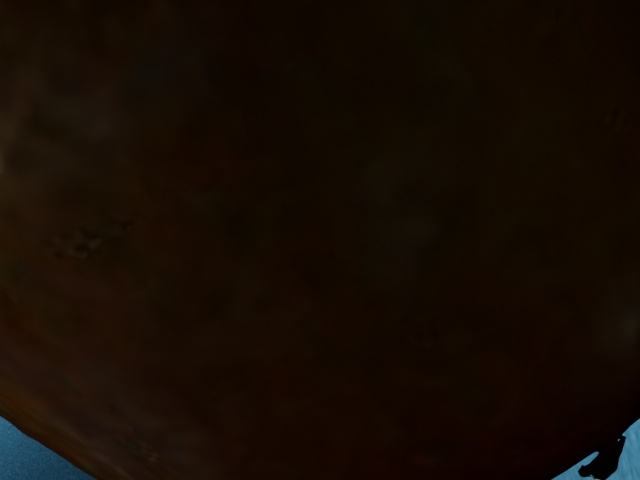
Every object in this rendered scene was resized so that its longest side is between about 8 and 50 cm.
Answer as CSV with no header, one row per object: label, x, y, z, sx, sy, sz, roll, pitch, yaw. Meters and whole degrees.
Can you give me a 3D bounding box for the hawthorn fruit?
hawthorn fruit,-0.011,-0.052,0.486,0.311,0.295,0.295,51,-166,-42
